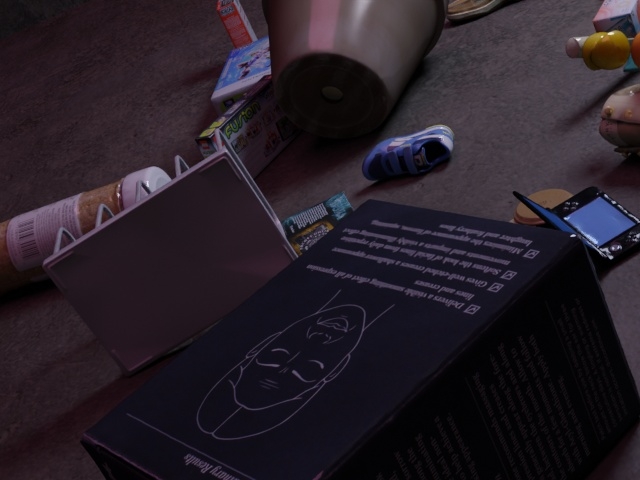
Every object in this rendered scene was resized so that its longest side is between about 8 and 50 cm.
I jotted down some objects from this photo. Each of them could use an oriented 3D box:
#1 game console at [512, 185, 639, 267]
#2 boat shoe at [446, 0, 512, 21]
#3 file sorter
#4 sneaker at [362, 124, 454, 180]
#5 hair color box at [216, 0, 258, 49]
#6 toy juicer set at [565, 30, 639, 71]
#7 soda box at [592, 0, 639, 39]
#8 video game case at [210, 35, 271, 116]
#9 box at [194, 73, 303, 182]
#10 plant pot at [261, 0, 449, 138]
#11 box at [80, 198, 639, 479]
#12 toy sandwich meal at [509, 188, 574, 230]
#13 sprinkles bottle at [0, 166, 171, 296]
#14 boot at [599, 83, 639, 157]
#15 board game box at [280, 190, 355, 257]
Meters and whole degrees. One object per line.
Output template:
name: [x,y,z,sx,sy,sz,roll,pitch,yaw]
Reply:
game console: [0.299,-0.030,1.347,0.107,0.071,0.122,-30,39,-8]
boat shoe: [0.313,-0.464,2.168,0.190,0.072,0.068,-21,26,10]
file sorter: [-0.199,0.006,1.598,0.277,0.193,0.173,-32,22,3]
sneaker: [0.128,-0.123,1.725,0.144,0.053,0.059,-23,28,9]
hair color box: [-0.168,-0.440,2.485,0.043,0.141,0.072,-22,26,9]
toy juicer set: [0.435,-0.236,1.569,0.209,0.090,0.329,-7,8,-10]
soda box: [0.482,-0.363,1.842,0.063,0.058,0.183,-7,32,35]
video game case: [-0.076,-0.346,2.319,0.244,0.061,0.269,-18,27,14]
box: [-0.115,-0.179,1.982,0.036,0.114,0.207,-2,34,41]
plant pot: [0.038,-0.330,1.957,0.323,0.323,0.280,-11,46,28]
box: [0.042,0.166,1.081,0.395,0.212,0.293,-38,29,-26]
toy sandwich meal: [0.275,-0.032,1.450,0.085,0.029,0.085,-18,26,9]
sprinkles bottle: [-0.401,-0.012,1.922,0.355,0.121,0.121,-17,27,17]
boot: [0.412,-0.119,1.406,0.203,0.095,0.262,7,39,48]
board game box: [0.000,0.000,1.642,0.126,0.026,0.186,-25,25,1]
